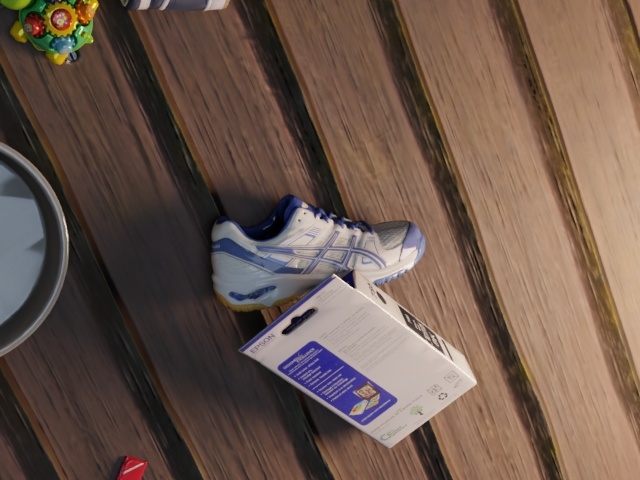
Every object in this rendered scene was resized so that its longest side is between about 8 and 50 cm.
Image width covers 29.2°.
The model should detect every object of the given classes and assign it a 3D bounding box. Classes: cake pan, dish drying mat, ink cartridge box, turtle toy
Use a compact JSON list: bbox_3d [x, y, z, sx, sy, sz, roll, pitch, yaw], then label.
[{"bbox_3d":[-0.451,0.010,1.465,0.293,0.054,0.293,-5,103,-21],"label":"cake pan"},{"bbox_3d":[-0.260,0.329,1.635,0.032,0.008,0.083,21,93,-25],"label":"dish drying mat"},{"bbox_3d":[0.049,0.148,1.615,0.165,0.065,0.332,-38,132,15],"label":"ink cartridge box"},{"bbox_3d":[-0.323,-0.269,1.447,0.130,0.066,0.095,31,89,-24],"label":"turtle toy"}]

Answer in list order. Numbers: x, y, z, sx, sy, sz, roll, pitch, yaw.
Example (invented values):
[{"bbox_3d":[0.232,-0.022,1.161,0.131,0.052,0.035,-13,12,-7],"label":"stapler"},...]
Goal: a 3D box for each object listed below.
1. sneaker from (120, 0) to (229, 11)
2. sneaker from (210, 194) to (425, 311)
[{"bbox_3d":[-0.195,-0.407,1.451,0.153,0.099,0.282,-11,108,-21],"label":"sneaker"},{"bbox_3d":[0.000,0.000,1.610,0.296,0.112,0.131,-13,106,-19],"label":"sneaker"}]
